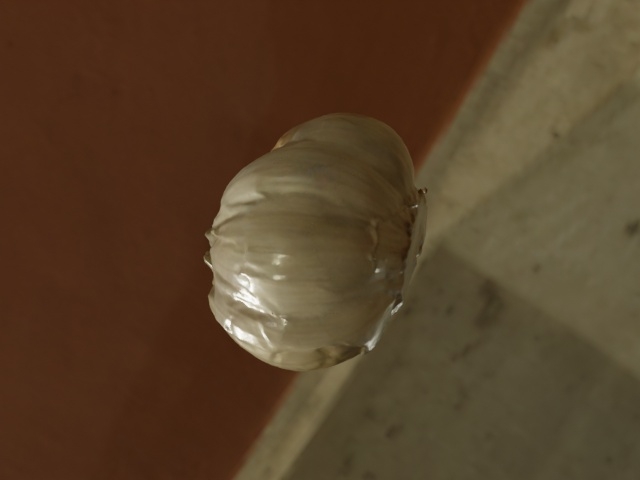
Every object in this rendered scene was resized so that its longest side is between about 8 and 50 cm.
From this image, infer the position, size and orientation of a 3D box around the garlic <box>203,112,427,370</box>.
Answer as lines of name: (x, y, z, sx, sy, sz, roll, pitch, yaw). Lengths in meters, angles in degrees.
garlic: (-0.004, -0.002, 0.810, 0.074, 0.094, 0.113, 89, -166, -75)
